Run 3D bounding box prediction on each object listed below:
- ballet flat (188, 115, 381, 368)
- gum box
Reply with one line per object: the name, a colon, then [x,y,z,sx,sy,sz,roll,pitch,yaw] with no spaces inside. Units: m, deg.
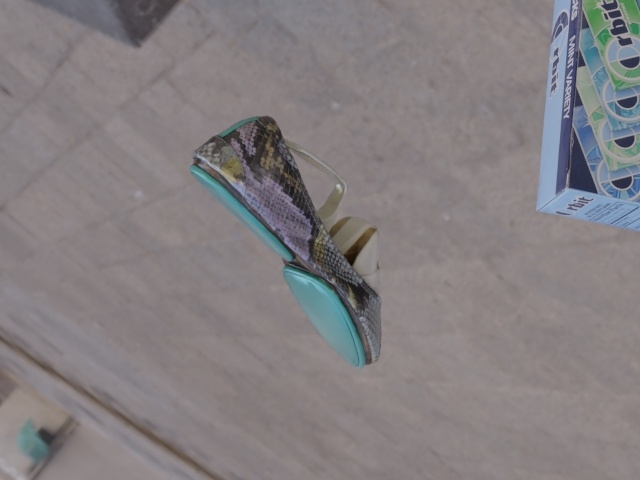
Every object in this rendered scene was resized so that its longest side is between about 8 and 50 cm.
ballet flat: [0.000,0.000,0.395,0.041,0.041,0.114,17,152,46]
gum box: [0.203,-0.074,0.552,0.184,0.156,0.041,11,164,-9]
